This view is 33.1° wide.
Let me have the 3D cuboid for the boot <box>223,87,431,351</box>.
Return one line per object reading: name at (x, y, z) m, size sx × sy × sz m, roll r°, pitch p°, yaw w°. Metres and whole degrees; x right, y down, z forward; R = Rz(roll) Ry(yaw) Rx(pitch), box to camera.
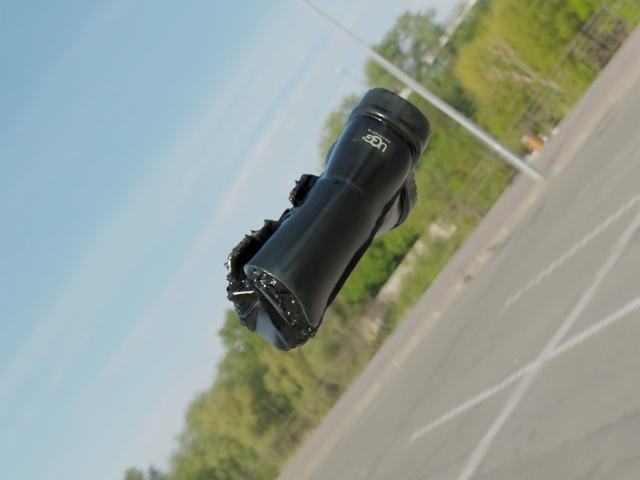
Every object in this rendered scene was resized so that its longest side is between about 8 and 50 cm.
boot at (0.000, 0.000, 0.934) m, size 0.207 × 0.094 × 0.246 m, roll -54°, pitch -6°, yaw -17°
